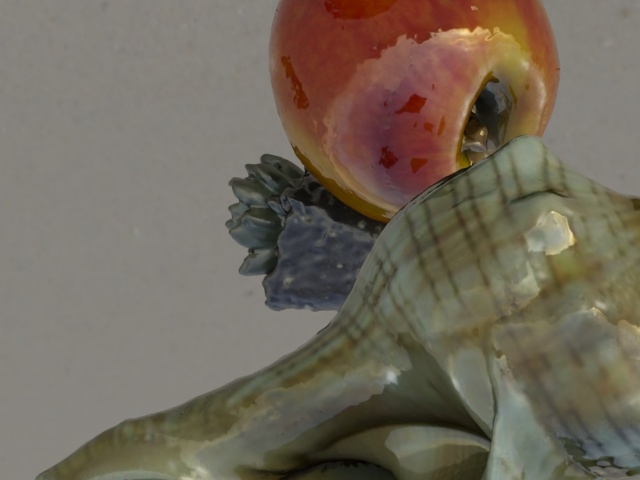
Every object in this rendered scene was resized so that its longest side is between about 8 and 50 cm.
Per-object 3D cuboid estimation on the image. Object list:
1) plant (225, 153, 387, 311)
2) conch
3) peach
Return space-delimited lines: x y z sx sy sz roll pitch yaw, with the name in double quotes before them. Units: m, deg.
"plant" 0.000 0.000 1.451 0.194 0.129 0.132 17 107 14
"conch" 0.059 0.082 0.634 0.386 0.203 0.169 -35 129 28
"peach" 0.070 -0.152 1.318 0.238 0.281 0.281 -5 149 -37
